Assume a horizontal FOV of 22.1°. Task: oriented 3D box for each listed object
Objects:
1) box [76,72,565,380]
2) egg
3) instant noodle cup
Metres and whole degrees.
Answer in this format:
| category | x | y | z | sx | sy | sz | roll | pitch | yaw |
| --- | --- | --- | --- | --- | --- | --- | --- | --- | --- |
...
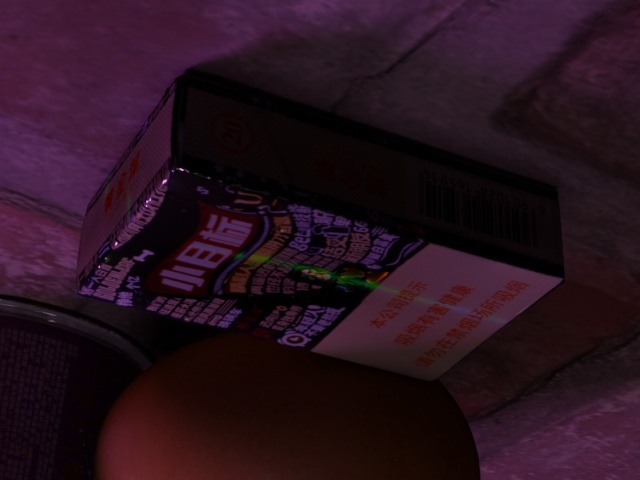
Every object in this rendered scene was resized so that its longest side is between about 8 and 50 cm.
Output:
| category | x | y | z | sx | sy | sz | roll | pitch | yaw |
| --- | --- | --- | --- | --- | --- | --- | --- | --- | --- |
| box | 0.000 | 0.000 | 1.205 | 0.310 | 0.084 | 0.198 | 15 | 147 | -22 |
| egg | -0.027 | 0.194 | 1.364 | 0.323 | 0.250 | 0.250 | 5 | 149 | -8 |
| instant noodle cup | -0.303 | 0.242 | 1.449 | 0.340 | 0.265 | 0.340 | 0 | 149 | 0 |
